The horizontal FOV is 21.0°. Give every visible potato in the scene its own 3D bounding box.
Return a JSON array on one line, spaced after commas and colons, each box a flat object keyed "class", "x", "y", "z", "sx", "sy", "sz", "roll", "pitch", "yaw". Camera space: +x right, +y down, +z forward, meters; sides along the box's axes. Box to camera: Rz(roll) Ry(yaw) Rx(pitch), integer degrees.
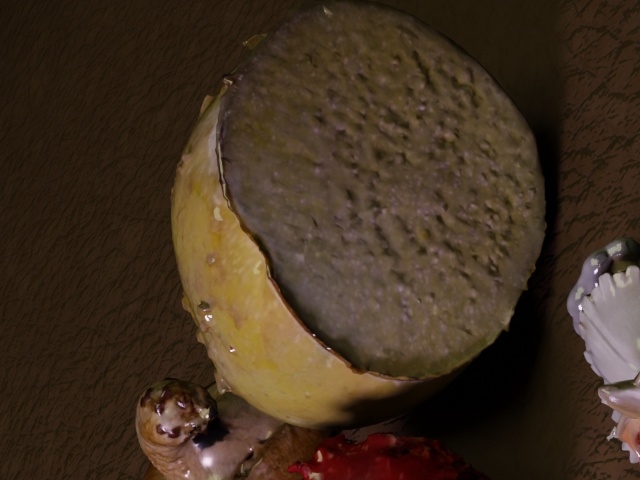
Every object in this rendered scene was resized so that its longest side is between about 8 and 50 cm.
[{"class": "potato", "x": 0.000, "y": 0.000, "z": 1.861, "sx": 0.319, "sy": 0.385, "sz": 0.442, "roll": -45, "pitch": 21, "yaw": 51}]

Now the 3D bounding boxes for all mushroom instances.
[{"class": "mushroom", "x": -0.117, "y": 0.244, "z": 2.005, "sx": 0.267, "sy": 0.255, "sz": 0.267, "roll": -16, "pitch": 13, "yaw": 4}]

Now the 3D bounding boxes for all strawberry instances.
[{"class": "strawberry", "x": 0.075, "y": 0.299, "z": 1.666, "sx": 0.274, "sy": 0.274, "sz": 0.220, "roll": -44, "pitch": -4, "yaw": 30}]

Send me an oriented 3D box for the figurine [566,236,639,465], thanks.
[{"class": "figurine", "x": 0.311, "y": 0.142, "z": 1.453, "sx": 0.387, "sy": 0.166, "sz": 0.207, "roll": -109, "pitch": 36, "yaw": -57}]
